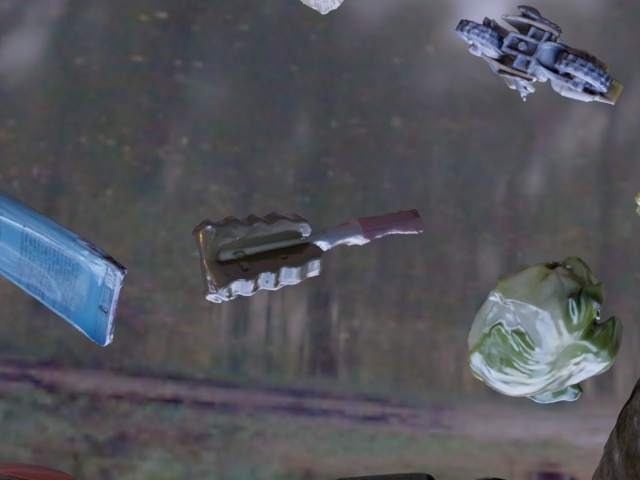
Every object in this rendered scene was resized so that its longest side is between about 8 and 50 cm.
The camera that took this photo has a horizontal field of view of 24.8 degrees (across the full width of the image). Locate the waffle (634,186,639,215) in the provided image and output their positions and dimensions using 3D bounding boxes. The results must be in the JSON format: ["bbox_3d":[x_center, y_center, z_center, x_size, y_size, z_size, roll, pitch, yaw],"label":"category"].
[{"bbox_3d":[0.447,-0.124,1.483,0.301,0.058,0.281,-23,161,-35],"label":"waffle"}]

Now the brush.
[{"bbox_3d":[0.000,0.000,1.517,0.301,0.084,0.071,-11,174,-39],"label":"brush"}]

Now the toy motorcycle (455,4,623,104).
[{"bbox_3d":[0.273,-0.218,1.772,0.229,0.094,0.130,28,178,42],"label":"toy motorcycle"}]

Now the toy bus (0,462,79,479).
[{"bbox_3d":[-0.284,0.248,1.124,0.143,0.153,0.329,2,172,31],"label":"toy bus"}]

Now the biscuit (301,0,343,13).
[{"bbox_3d":[0.000,-0.437,0.930,0.104,0.446,0.429,13,167,21],"label":"biscuit"}]

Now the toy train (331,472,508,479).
[{"bbox_3d":[0.095,0.322,1.148,0.238,0.299,0.167,-5,-153,0],"label":"toy train"}]

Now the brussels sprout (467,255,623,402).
[{"bbox_3d":[0.193,0.082,1.258,0.139,0.100,0.181,-33,159,1],"label":"brussels sprout"}]

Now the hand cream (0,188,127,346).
[{"bbox_3d":[-0.237,-0.006,1.087,0.224,0.083,0.048,32,-141,18],"label":"hand cream"}]

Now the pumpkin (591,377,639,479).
[{"bbox_3d":[0.299,0.117,0.749,0.325,0.232,0.242,7,-176,24],"label":"pumpkin"}]
